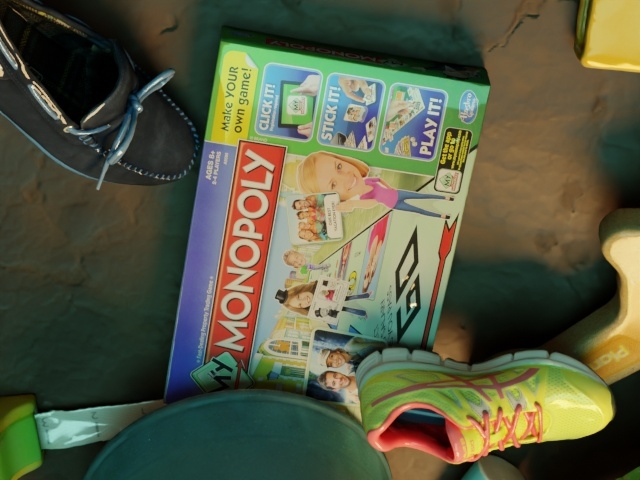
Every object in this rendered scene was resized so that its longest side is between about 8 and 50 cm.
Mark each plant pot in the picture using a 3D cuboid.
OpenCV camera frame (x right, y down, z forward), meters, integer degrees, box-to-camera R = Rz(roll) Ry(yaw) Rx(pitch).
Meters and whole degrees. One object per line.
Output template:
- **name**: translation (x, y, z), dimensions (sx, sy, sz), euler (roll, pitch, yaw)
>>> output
- **plant pot**: translation (-0.055, 0.304, 1.386), dimensions (0.272, 0.255, 0.271), euler (-5, 129, -6)

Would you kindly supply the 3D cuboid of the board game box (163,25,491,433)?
- **board game box**: translation (0.000, 0.000, 1.409), dimensions (0.213, 0.046, 0.317), euler (8, 112, -5)

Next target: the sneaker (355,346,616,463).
- **sneaker**: translation (0.129, 0.142, 1.381), dimensions (0.208, 0.094, 0.081), euler (0, 126, 8)

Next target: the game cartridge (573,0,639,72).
- **game cartridge**: translation (0.371, -0.254, 1.309), dimensions (0.324, 0.052, 0.285), euler (5, 112, -5)

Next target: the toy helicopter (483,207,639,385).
- **toy helicopter**: translation (0.282, 0.073, 1.419), dimensions (0.355, 0.140, 0.235), euler (-33, 118, 24)

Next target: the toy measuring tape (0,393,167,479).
- **toy measuring tape**: translation (-0.254, 0.180, 1.445), dimensions (0.330, 0.121, 0.121), euler (-5, 113, 1)

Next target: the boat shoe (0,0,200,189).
- **boat shoe**: translation (-0.176, -0.104, 1.282), dimensions (0.258, 0.089, 0.109), euler (25, 71, -45)

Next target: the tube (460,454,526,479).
- **tube**: translation (0.106, 0.278, 1.528), dimensions (0.080, 0.052, 0.207), euler (30, 115, -5)

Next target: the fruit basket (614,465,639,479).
- **fruit basket**: translation (0.324, 0.333, 1.358), dimensions (0.327, 0.353, 0.165), euler (-27, 149, -5)
